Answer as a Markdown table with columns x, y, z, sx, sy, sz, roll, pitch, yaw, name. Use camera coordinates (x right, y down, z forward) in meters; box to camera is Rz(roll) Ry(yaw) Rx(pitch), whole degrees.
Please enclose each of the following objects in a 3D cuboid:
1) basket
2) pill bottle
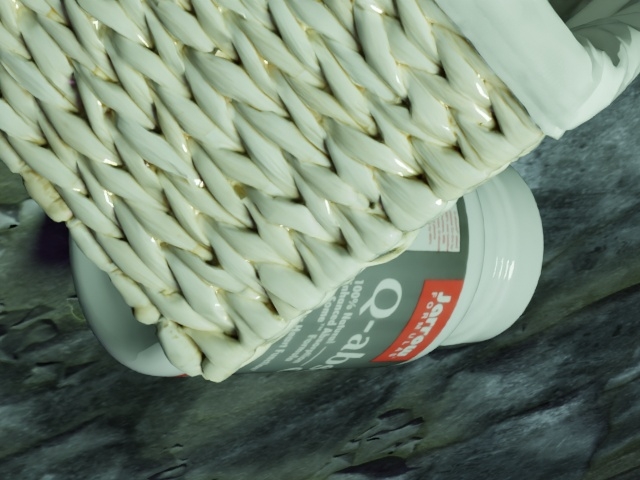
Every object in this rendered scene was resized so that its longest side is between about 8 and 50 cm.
| x | y | z | sx | sy | sz | roll | pitch | yaw | name |
| --- | --- | --- | --- | --- | --- | --- | --- | --- | --- |
| -0.012 | -0.161 | 0.833 | 0.266 | 0.328 | 0.331 | -40 | -179 | 30 | basket |
| 0.000 | 0.000 | 1.295 | 0.363 | 0.210 | 0.210 | 1 | 139 | -42 | pill bottle |
